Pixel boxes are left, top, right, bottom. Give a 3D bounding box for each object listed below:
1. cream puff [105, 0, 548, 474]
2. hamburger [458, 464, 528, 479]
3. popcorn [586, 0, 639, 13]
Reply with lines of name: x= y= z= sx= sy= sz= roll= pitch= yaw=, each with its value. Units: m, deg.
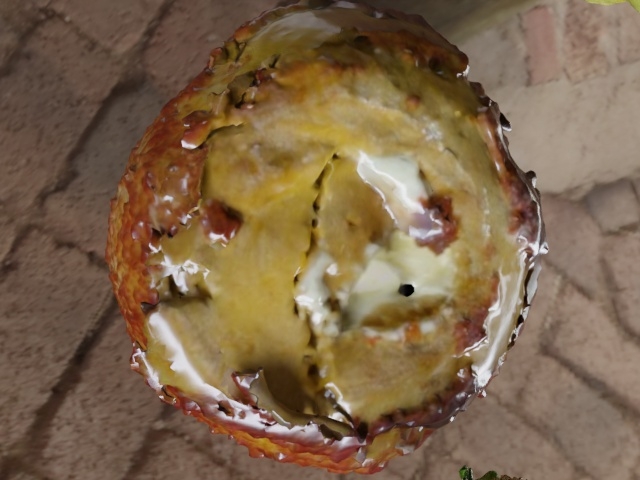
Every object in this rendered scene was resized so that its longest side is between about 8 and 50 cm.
cream puff: x=0.004 y=0.002 z=0.849 sx=0.350 sy=0.229 sz=0.350 roll=1 pitch=87 yaw=-21
hamburger: x=0.127 y=0.210 z=0.760 sx=0.137 sy=0.087 sz=0.166 roll=66 pitch=11 yaw=20
popcorn: x=0.249 y=-0.250 z=0.699 sx=0.235 sy=0.250 sz=0.241 roll=30 pitch=88 yaw=-47
